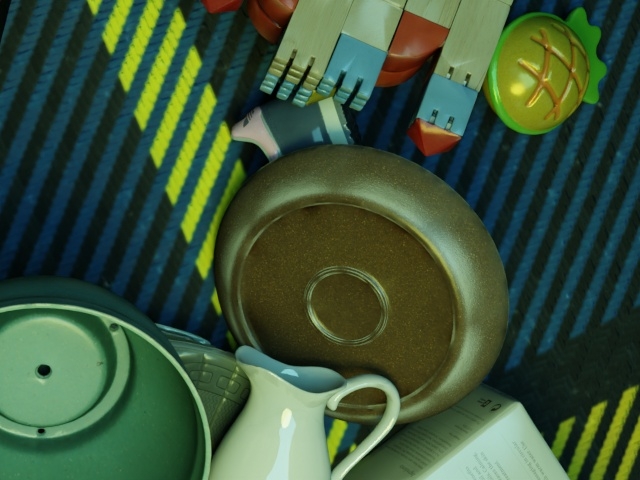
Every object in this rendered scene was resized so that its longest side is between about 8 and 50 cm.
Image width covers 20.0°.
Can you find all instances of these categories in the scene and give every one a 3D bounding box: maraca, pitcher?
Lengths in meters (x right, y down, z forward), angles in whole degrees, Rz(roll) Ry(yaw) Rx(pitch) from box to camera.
[{"bbox_3d":[0.240,-0.181,1.914,0.185,0.099,0.127,-22,110,-40],"label":"maraca"},{"bbox_3d":[-0.021,0.219,1.780,0.177,0.125,0.207,9,103,-16],"label":"pitcher"}]

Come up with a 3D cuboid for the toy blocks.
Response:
[{"bbox_3d":[0.031,-0.239,1.761,0.381,0.191,0.261,23,74,-5],"label":"toy blocks"}]

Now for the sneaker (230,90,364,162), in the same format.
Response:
[{"bbox_3d":[0.000,0.000,1.868,0.131,0.112,0.319,-13,101,6],"label":"sneaker"}]

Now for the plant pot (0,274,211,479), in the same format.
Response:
[{"bbox_3d":[-0.251,0.151,1.645,0.293,0.196,0.293,-3,113,-7],"label":"plant pot"}]

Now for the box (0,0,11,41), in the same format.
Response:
[{"bbox_3d":[-0.487,-0.329,1.523,0.471,0.297,0.480,14,92,-4],"label":"box"}]

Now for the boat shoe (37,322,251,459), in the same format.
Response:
[{"bbox_3d":[-0.175,0.132,1.819,0.320,0.103,0.118,18,108,-19],"label":"boat shoe"}]

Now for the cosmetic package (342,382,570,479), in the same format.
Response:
[{"bbox_3d":[0.089,0.335,1.893,0.365,0.155,0.197,-35,104,-10],"label":"cosmetic package"}]

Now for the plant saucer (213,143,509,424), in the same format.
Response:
[{"bbox_3d":[0.031,0.057,1.797,0.310,0.050,0.311,8,116,16],"label":"plant saucer"}]
